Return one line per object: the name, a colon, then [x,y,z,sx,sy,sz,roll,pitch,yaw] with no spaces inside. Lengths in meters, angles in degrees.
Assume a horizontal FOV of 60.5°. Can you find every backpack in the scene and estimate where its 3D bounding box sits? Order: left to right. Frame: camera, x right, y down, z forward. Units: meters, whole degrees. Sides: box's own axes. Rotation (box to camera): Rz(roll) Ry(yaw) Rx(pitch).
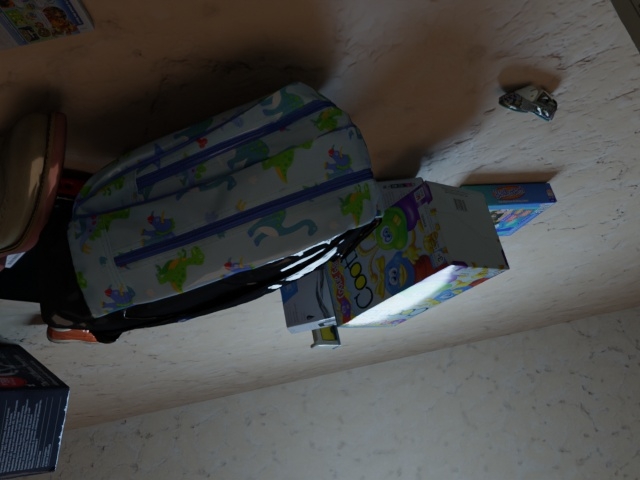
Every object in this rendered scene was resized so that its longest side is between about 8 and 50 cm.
backpack: [-0.104,-0.032,0.660,0.355,0.274,0.290,-6,179,15]

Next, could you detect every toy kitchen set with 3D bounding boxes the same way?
toy kitchen set: [0.053,0.148,1.284,0.122,0.166,0.207,-2,156,-25]

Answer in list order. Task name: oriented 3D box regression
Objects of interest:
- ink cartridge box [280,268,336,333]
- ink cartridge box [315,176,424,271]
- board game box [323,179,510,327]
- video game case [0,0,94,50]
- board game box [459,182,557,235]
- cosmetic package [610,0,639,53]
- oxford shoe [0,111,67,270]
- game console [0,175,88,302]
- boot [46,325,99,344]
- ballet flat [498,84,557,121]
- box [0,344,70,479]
ink cartridge box: [0.016,0.111,1.082,0.180,0.104,0.060,-13,157,2]
ink cartridge box: [0.000,0.000,1.034,0.329,0.072,0.324,-5,157,-13]
board game box: [0.147,0.037,0.924,0.144,0.142,0.275,6,151,-36]
video game case: [-0.274,-0.203,0.474,0.122,0.011,0.087,-12,157,-1]
board game box: [0.341,-0.056,1.114,0.210,0.047,0.160,-4,157,-22]
cosmetic package: [0.401,-0.291,0.443,0.113,0.160,0.309,-2,156,-26]
oxford shoe: [-0.405,-0.046,0.639,0.130,0.123,0.348,19,141,-41]
game console: [-0.362,0.024,0.925,0.342,0.060,0.386,16,144,-43]
boot: [-0.525,0.194,1.226,0.157,0.059,0.085,0,150,-26]
ballet flat: [0.297,-0.199,0.775,0.114,0.041,0.041,4,152,-36]
box: [-0.732,0.336,1.099,0.343,0.179,0.312,10,180,45]
